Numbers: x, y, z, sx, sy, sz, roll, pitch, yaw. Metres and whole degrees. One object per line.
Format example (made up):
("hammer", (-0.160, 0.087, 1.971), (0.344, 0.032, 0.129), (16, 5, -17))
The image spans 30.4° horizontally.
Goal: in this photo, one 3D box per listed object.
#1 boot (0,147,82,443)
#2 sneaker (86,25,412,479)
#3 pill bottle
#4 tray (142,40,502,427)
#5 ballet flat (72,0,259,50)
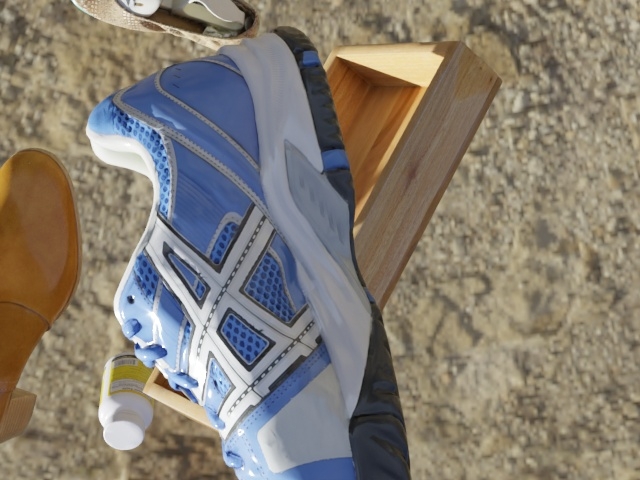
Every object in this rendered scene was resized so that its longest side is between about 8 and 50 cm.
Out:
("boot", (-0.308, 0.057, 1.021), (0.104, 0.295, 0.211), (10, -179, 17))
("sneaker", (-0.020, 0.037, 0.382), (0.081, 0.211, 0.080), (-12, 163, -6))
("pill bottle", (-0.232, 0.194, 1.413), (0.065, 0.116, 0.065), (-2, 125, -3))
("tray", (0.000, 0.000, 1.129), (0.076, 0.411, 0.203), (35, 167, -33))
("ballet flat", (-0.154, -0.248, 1.217), (0.206, 0.073, 0.067), (9, 162, -27))
